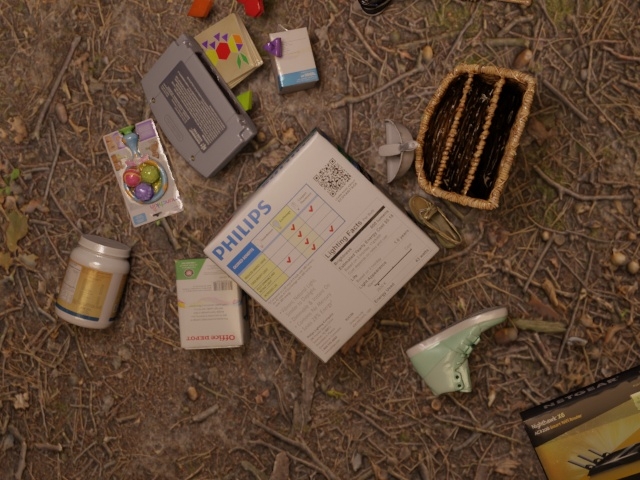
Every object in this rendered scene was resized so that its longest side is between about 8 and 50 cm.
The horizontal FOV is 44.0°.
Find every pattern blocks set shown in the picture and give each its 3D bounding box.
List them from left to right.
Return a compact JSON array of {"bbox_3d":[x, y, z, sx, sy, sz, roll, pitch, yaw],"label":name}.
[{"bbox_3d":[-0.227,-0.428,1.837,0.324,0.026,0.286,-12,94,31],"label":"pattern blocks set"}]

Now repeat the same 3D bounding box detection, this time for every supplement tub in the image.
[{"bbox_3d":[-0.542,0.098,1.901,0.144,0.144,0.200,19,94,7],"label":"supplement tub"}]

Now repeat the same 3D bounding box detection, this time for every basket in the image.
[{"bbox_3d":[0.320,-0.231,1.726,0.213,0.223,0.299,19,96,7],"label":"basket"}]

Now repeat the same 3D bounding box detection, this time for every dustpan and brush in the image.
[{"bbox_3d":[0.176,-0.203,1.754,0.060,0.211,0.147,-3,92,-27],"label":"dustpan and brush"}]

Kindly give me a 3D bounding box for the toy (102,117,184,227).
[{"bbox_3d":[-0.437,-0.163,1.919,0.136,0.056,0.237,-18,90,10],"label":"toy"}]

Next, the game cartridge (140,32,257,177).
[{"bbox_3d":[-0.292,-0.306,1.855,0.198,0.062,0.297,-40,79,34],"label":"game cartridge"}]

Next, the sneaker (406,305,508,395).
[{"bbox_3d":[0.339,0.257,1.807,0.255,0.094,0.151,-32,82,18],"label":"sneaker"}]

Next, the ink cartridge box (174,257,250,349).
[{"bbox_3d":[-0.255,0.146,1.888,0.154,0.093,0.213,-4,90,9],"label":"ink cartridge box"}]

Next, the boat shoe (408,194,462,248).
[{"bbox_3d":[0.266,-0.047,1.819,0.056,0.048,0.153,-38,88,-19],"label":"boat shoe"}]

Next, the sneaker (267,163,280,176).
[{"bbox_3d":[-0.114,-0.075,1.877,0.094,0.080,0.212,26,102,-6],"label":"sneaker"}]

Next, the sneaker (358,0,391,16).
[{"bbox_3d":[0.170,-0.605,1.781,0.079,0.121,0.217,39,97,4],"label":"sneaker"}]

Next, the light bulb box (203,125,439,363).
[{"bbox_3d":[0.000,0.000,1.742,0.361,0.225,0.358,43,97,-10],"label":"light bulb box"}]

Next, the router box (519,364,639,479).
[{"bbox_3d":[0.641,0.450,1.780,0.308,0.081,0.243,-25,89,8],"label":"router box"}]

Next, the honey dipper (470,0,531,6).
[{"bbox_3d":[0.399,-0.550,1.798,0.160,0.030,0.031,9,94,6],"label":"honey dipper"}]

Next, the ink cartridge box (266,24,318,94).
[{"bbox_3d":[-0.067,-0.422,1.828,0.089,0.092,0.143,-12,91,-9],"label":"ink cartridge box"}]
